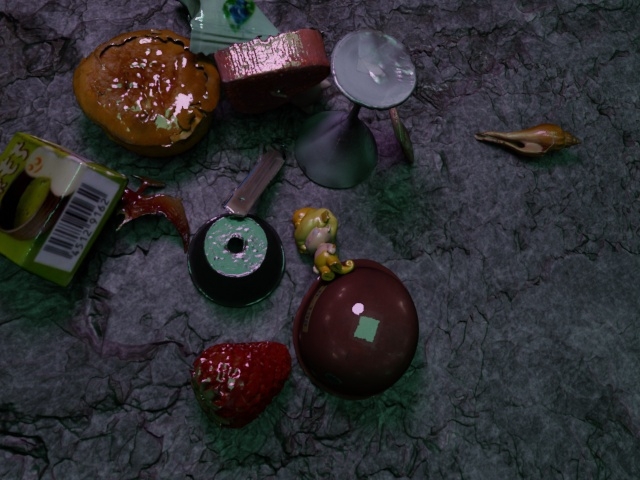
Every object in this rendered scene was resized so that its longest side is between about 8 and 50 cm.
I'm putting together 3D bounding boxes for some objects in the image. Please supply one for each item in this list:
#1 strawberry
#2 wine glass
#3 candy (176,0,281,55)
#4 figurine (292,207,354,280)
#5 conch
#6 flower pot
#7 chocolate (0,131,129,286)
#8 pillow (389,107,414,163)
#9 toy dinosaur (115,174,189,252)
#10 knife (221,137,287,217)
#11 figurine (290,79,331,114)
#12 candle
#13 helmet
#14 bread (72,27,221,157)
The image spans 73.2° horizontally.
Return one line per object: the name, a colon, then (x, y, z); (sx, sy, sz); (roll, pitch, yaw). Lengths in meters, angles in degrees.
strawberry: (-0.179, 0.329, 1.046); (0.244, 0.205, 0.205); (-21, 78, -36)
wine glass: (0.087, -0.327, 1.137); (0.266, 0.406, 0.268); (3, 76, -11)
candy: (-0.279, -0.650, 1.248); (0.262, 0.172, 0.398); (1, 37, -28)
figurine: (0.000, 0.000, 1.154); (0.131, 0.156, 0.246); (18, 36, -34)
conch: (0.671, -0.324, 1.403); (0.329, 0.093, 0.110); (3, 91, 12)
flower pot: (-0.217, 0.030, 1.113); (0.268, 0.166, 0.269); (3, 72, -8)
chocolate: (-0.660, -0.086, 1.021); (0.288, 0.137, 0.301); (23, 80, 22)
pillow: (0.241, -0.312, 1.270); (0.034, 0.211, 0.136); (-14, 76, 19)
toy dinosaur: (-0.514, -0.086, 1.142); (0.327, 0.113, 0.207); (3, 48, -19)
knife: (-0.172, -0.171, 1.162); (0.089, 0.043, 0.365); (21, 41, 0)
figurine: (-0.052, -0.464, 1.302); (0.138, 0.125, 0.125); (32, 72, -10)
candle: (-0.140, -0.426, 1.118); (0.287, 0.316, 0.132); (-15, 89, -51)
helmet: (0.116, 0.210, 1.086); (0.337, 0.230, 0.385); (26, 74, -1)
bread: (-0.450, -0.393, 1.173); (0.358, 0.204, 0.337); (35, 74, 5)
